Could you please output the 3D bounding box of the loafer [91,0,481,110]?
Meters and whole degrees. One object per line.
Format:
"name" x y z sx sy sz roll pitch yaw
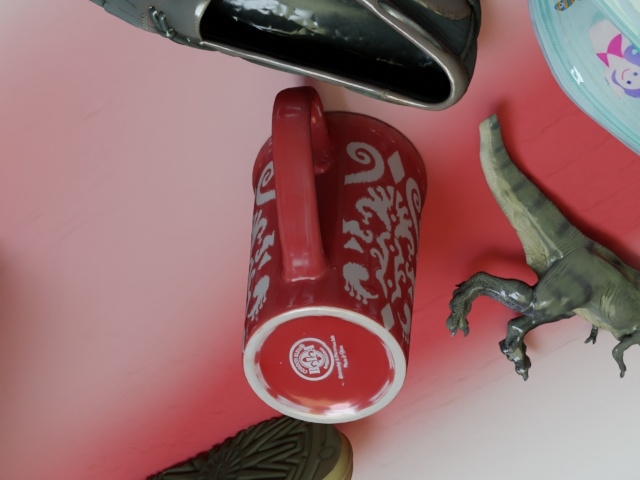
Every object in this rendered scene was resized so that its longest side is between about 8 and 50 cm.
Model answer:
"loafer" -0.038 -0.139 0.644 0.267 0.084 0.096 15 129 -8

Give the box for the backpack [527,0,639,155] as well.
"backpack" 0.198 -0.142 0.527 0.253 0.225 0.191 31 143 -33

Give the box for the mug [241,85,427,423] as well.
"mug" -0.006 0.006 0.708 0.113 0.169 0.150 -34 120 28

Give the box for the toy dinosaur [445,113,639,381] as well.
"toy dinosaur" 0.152 0.034 0.793 0.118 0.064 0.268 -38 116 22

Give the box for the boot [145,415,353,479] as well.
"boot" -0.002 0.266 0.983 0.236 0.089 0.269 -22 125 34
